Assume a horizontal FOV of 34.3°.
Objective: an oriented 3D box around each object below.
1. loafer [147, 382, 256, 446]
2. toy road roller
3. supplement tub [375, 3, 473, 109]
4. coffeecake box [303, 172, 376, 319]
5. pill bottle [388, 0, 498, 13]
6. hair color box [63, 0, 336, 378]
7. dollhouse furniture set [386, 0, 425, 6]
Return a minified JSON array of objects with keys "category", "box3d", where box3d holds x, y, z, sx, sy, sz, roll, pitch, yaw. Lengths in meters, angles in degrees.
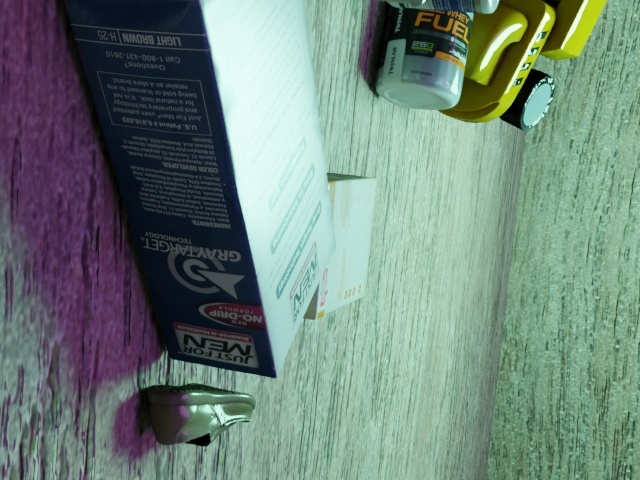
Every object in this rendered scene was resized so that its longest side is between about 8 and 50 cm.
[{"category":"loafer","box3d":[-0.105,0.151,0.896,0.148,0.056,0.050,20,78,-62]},{"category":"toy road roller","box3d":[0.263,-0.333,1.533,0.240,0.202,0.330,4,116,-58]},{"category":"supplement tub","box3d":[0.143,-0.280,1.390,0.117,0.117,0.190,31,67,-71]},{"category":"coffeecake box","box3d":[0.000,0.000,1.133,0.185,0.068,0.142,-14,110,-71]},{"category":"pill bottle","box3d":[0.128,-0.322,1.234,0.094,0.169,0.094,8,90,-73]},{"category":"hair color box","box3d":[-0.075,-0.076,0.803,0.174,0.105,0.347,-64,154,-45]},{"category":"dollhouse furniture set","box3d":[0.032,-0.396,0.858,0.303,0.173,0.356,-55,151,-51]}]
